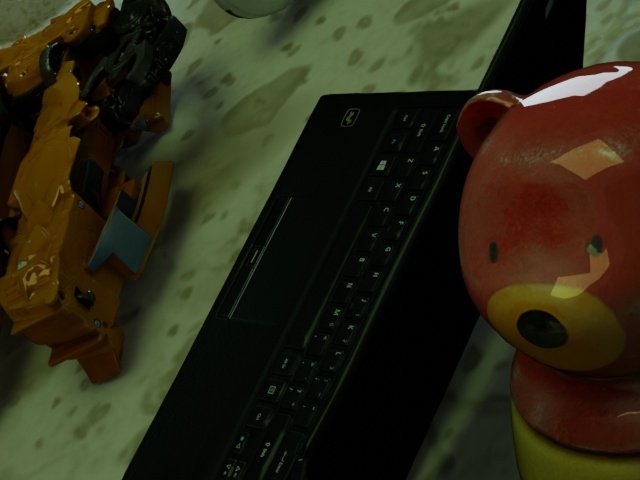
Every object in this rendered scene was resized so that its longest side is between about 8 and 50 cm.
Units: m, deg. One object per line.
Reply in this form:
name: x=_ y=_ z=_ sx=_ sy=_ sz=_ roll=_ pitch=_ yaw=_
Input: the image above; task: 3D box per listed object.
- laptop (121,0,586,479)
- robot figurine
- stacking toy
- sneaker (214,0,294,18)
laptop: x=0.000 y=0.000 z=0.633 sx=0.264 sy=0.136 sz=0.234 roll=5 pitch=62 yaw=50
robot figurine: x=-0.165 y=-0.029 z=0.917 sx=0.211 sy=0.085 sz=0.291 roll=-24 pitch=37 yaw=26
stacking toy: x=0.155 y=0.036 z=0.376 sx=0.309 sy=0.130 sz=0.279 roll=-10 pitch=28 yaw=28
sneaker: x=0.036 y=-0.227 z=0.925 sx=0.235 sy=0.094 sz=0.153 roll=-44 pitch=22 yaw=-21
